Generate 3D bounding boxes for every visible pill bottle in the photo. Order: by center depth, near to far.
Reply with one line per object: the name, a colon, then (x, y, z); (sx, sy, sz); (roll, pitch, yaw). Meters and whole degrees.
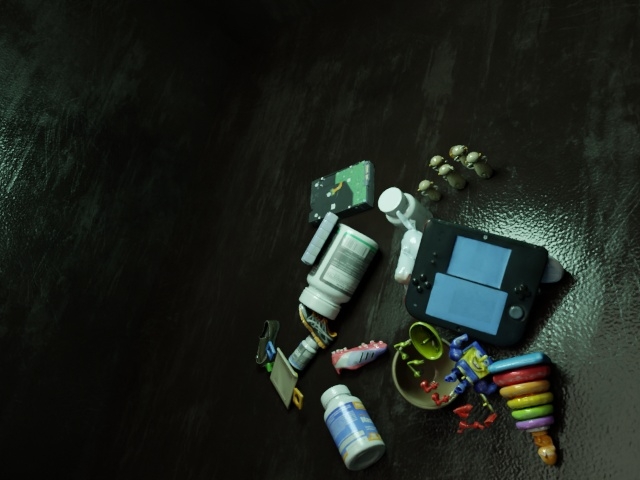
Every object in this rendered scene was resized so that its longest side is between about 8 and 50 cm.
pill bottle: (0.105, 0.657, 1.825); (0.152, 0.152, 0.272); (-46, 44, 14)
pill bottle: (0.330, -0.108, 1.988); (0.131, 0.229, 0.131); (-22, 53, 33)
pill bottle: (0.071, 0.130, 2.116); (0.204, 0.204, 0.361); (28, 88, 48)
pill bottle: (-0.064, 0.468, 2.145); (0.137, 0.078, 0.078); (-52, 43, 7)

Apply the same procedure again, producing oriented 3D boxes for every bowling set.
bowling set: (0.501, -0.300, 1.991); (0.287, 0.154, 0.199); (-28, 51, 29)

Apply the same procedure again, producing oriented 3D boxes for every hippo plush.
hippo plush: (0.419, 0.055, 1.821); (0.237, 0.234, 0.294); (-5, 72, 37)

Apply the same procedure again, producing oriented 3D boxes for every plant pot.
plant pot: (0.350, 0.438, 1.714); (0.238, 0.110, 0.237); (1, 77, -3)

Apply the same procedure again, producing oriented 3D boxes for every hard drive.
hard drive: (0.097, -0.218, 2.393); (0.339, 0.064, 0.236); (-19, 56, 36)

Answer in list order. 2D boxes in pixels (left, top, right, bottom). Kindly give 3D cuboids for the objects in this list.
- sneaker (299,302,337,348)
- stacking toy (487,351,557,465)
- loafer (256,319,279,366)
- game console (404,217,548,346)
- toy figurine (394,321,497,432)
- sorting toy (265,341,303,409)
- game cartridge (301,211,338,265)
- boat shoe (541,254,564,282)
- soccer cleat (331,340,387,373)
sneaker: (-0.014, 0.341, 2.109); (0.083, 0.215, 0.084); (-34, 11, 9)
stacking toy: (0.610, 0.487, 1.471); (0.166, 0.175, 0.301); (-22, 67, 27)
loafer: (-0.255, 0.462, 2.328); (0.080, 0.078, 0.220); (-6, 64, 42)
game console: (0.487, 0.136, 1.644); (0.387, 0.060, 0.341); (16, 104, 17)
toy figurine: (0.443, 0.394, 1.632); (0.362, 0.217, 0.191); (52, 138, 16)
sorting toy: (-0.144, 0.576, 2.146); (0.347, 0.047, 0.196); (47, 133, 47)
game cartridge: (0.000, 0.000, 2.198); (0.230, 0.068, 0.355); (-56, -3, -2)
boat shoe: (0.659, 0.045, 1.690); (0.302, 0.109, 0.094); (25, 42, 39)
soccer cleat: (0.154, 0.449, 1.965); (0.248, 0.083, 0.095); (-19, 85, 29)
